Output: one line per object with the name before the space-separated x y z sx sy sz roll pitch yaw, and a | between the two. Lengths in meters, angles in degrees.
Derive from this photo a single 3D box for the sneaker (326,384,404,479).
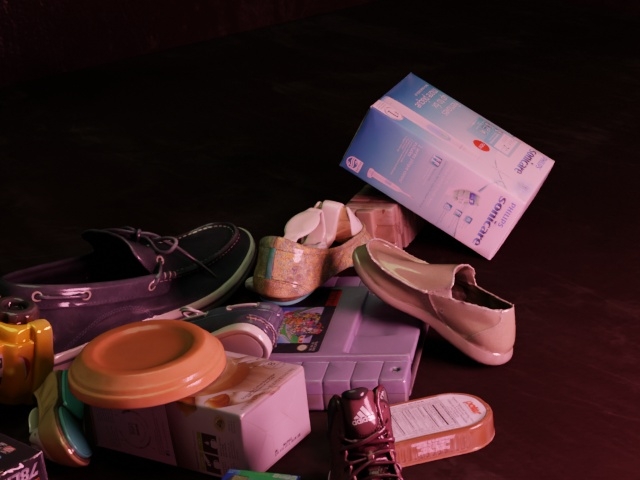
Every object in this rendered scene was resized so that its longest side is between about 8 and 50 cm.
sneaker | 0.046 0.250 1.554 0.106 0.163 0.281 -8 20 -7

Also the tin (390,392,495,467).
tin | 0.121 0.232 1.763 0.189 0.040 0.106 -11 25 -13

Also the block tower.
block tower | 0.134 -0.066 2.468 0.090 0.097 0.335 3 24 22

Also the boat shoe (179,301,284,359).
boat shoe | -0.155 0.134 1.933 0.254 0.095 0.079 -21 26 40

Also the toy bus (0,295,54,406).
toy bus | -0.498 0.149 1.926 0.220 0.150 0.211 22 23 30

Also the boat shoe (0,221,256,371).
boat shoe | -0.287 0.052 2.185 0.186 0.156 0.500 11 25 42

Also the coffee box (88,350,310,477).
coffee box | -0.155 0.209 1.806 0.246 0.098 0.141 7 25 32

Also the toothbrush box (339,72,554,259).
toothbrush box | 0.213 -0.127 2.376 0.295 0.126 0.216 34 30 8

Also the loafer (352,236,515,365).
loafer | 0.165 0.065 1.982 0.268 0.092 0.102 34 25 20

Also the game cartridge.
game cartridge | 0.030 0.134 2.017 0.230 0.068 0.355 2 22 10

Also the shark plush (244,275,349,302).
shark plush | -0.037 0.057 2.248 0.161 0.073 0.067 -14 -9 -8

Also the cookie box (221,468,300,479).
cookie box | -0.080 0.304 1.619 0.091 0.040 0.107 2 23 19

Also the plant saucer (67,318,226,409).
plant saucer | -0.218 0.147 1.793 0.199 0.037 0.200 -6 22 3

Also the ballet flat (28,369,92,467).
ballet flat | -0.337 0.242 1.839 0.073 0.080 0.232 -35 20 2

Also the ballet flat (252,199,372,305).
ballet flat | 0.000 0.000 2.161 0.123 0.123 0.348 3 15 23

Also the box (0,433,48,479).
box | -0.525 0.300 1.707 0.295 0.073 0.293 13 27 42
